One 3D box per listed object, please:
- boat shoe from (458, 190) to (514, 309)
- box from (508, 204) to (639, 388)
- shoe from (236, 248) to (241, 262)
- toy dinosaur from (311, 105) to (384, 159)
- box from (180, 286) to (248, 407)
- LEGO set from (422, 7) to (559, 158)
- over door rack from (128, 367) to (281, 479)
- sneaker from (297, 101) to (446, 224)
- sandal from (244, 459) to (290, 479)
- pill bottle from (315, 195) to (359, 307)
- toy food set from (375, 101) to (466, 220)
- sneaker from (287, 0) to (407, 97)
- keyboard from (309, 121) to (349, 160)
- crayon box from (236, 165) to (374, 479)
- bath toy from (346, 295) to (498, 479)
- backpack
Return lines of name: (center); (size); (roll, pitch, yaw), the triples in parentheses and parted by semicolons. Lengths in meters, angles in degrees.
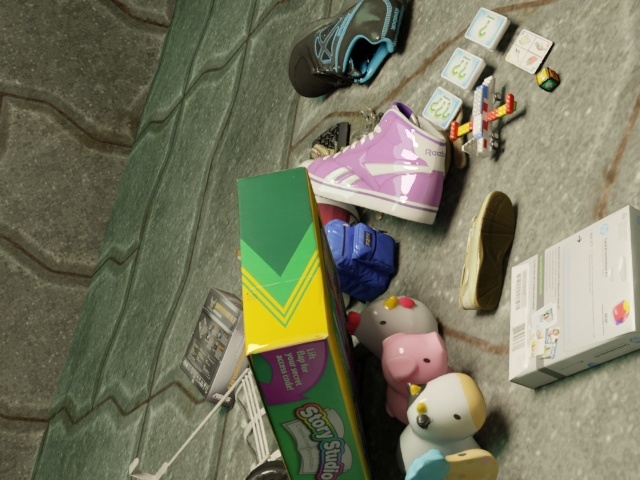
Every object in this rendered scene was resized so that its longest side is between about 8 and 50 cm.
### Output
boat shoe: (0.204, 0.012, 1.242); (0.048, 0.056, 0.153); (-9, 69, 59)
box: (0.275, 0.064, 1.059); (0.186, 0.038, 0.145); (-38, 37, 52)
shoe: (-0.115, 0.045, 1.873); (0.219, 0.076, 0.058); (-166, 74, -78)
toy dinosaur: (0.072, -0.163, 1.684); (0.268, 0.064, 0.118); (20, 94, 64)
box: (-0.195, 0.205, 1.951); (0.183, 0.056, 0.231); (-68, 23, 0)
LEGO set: (0.224, -0.219, 1.368); (0.182, 0.060, 0.244); (-60, 31, 12)
over door rack: (-0.166, 0.381, 1.635); (0.324, 0.108, 0.239); (-40, 31, 12)
sneaker: (0.079, -0.125, 1.460); (0.282, 0.102, 0.161); (16, 98, 45)
sandal: (-0.124, 0.517, 1.447); (0.446, 0.167, 0.107); (-58, -1, 7)
pill bottle: (0.000, 0.000, 1.614); (0.121, 0.121, 0.221); (-36, 40, 52)
toy food set: (0.156, -0.110, 1.486); (0.192, 0.038, 0.132); (-32, 47, 41)
sneaker: (0.034, -0.343, 1.833); (0.341, 0.125, 0.139); (-38, 42, 54)
keyboard: (-0.018, -0.058, 1.822); (0.201, 0.033, 0.317); (-40, 36, 49)
crayon box: (-0.017, 0.143, 1.288); (0.313, 0.106, 0.363); (-96, -6, -49)
bath toy: (0.115, 0.177, 1.200); (0.151, 0.129, 0.348); (-58, 24, 23)
backpack: (0.047, 0.019, 1.495); (0.101, 0.120, 0.098); (-46, 31, 42)
